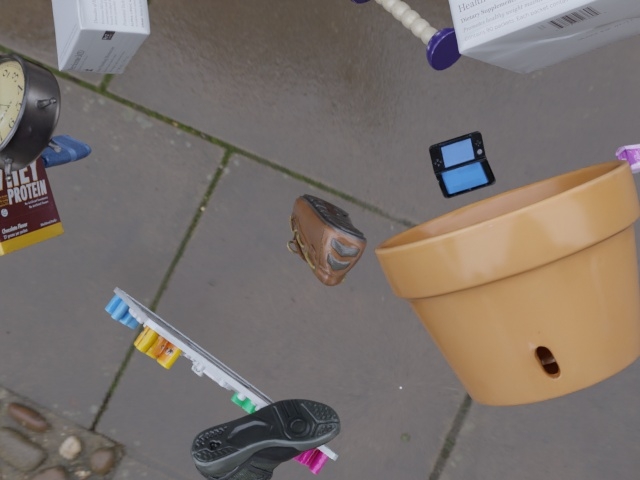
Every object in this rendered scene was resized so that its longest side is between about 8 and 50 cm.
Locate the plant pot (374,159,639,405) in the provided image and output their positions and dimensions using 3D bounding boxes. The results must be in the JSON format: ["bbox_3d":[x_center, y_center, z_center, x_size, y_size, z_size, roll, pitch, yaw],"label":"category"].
[{"bbox_3d":[0.231,0.053,0.939,0.291,0.291,0.203,-21,92,2],"label":"plant pot"}]

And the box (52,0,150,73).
[{"bbox_3d":[-0.384,-0.405,1.449,0.119,0.181,0.181,-3,79,-29],"label":"box"}]

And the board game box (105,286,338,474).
[{"bbox_3d":[-0.189,0.236,1.462,0.390,0.390,0.050,40,80,-19],"label":"board game box"}]

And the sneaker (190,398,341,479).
[{"bbox_3d":[-0.079,0.322,1.297,0.228,0.130,0.087,-18,50,-9],"label":"sneaker"}]

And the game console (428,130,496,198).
[{"bbox_3d":[0.314,-0.168,1.856,0.122,0.071,0.107,-17,120,1],"label":"game console"}]

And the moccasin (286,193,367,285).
[{"bbox_3d":[0.003,0.001,1.753,0.139,0.380,0.147,23,101,-21],"label":"moccasin"}]

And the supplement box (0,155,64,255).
[{"bbox_3d":[-0.533,-0.075,1.296,0.191,0.129,0.194,-8,101,29],"label":"supplement box"}]

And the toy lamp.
[{"bbox_3d":[0.117,-0.376,1.341,0.080,0.080,0.274,-40,57,-2],"label":"toy lamp"}]

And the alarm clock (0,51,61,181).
[{"bbox_3d":[-0.365,-0.155,0.974,0.192,0.064,0.129,41,103,35],"label":"alarm clock"}]

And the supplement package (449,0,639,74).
[{"bbox_3d":[0.214,-0.278,0.722,0.194,0.149,0.203,-15,83,35],"label":"supplement package"}]

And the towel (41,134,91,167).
[{"bbox_3d":[-0.445,-0.148,1.411,0.067,0.119,0.029,24,113,15],"label":"towel"}]

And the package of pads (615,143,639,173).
[{"bbox_3d":[0.581,-0.150,1.515,0.083,0.032,0.050,-9,70,-15],"label":"package of pads"}]
